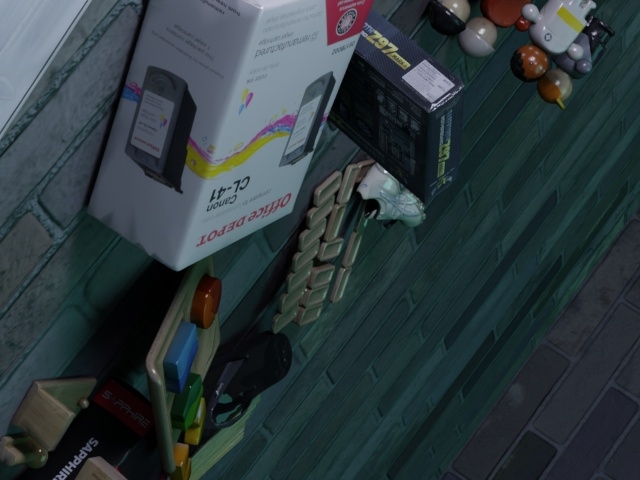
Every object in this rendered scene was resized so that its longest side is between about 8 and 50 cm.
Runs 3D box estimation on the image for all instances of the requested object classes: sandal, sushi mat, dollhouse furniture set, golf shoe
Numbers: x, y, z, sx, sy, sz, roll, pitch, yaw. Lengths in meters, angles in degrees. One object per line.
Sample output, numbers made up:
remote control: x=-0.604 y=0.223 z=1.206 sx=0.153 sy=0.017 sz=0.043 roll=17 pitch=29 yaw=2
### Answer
sandal: x=-0.120 y=0.198 z=2.060 sx=0.254 sy=0.054 sz=0.097 roll=-39 pitch=124 yaw=-38
sushi mat: x=-0.201 y=0.344 z=2.179 sx=0.316 sy=0.019 sz=0.151 roll=-42 pitch=165 yaw=-33
dollhouse furniture set: x=-0.270 y=0.257 z=1.725 sx=0.144 sy=0.151 sz=0.123 roll=-58 pitch=160 yaw=11
golf shoe: x=0.093 y=-0.057 z=2.180 sx=0.086 sy=0.069 sz=0.176 roll=-42 pitch=148 yaw=-7

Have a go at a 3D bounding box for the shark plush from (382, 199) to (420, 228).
shark plush: x=0.150 y=-0.083 z=2.316 sx=0.067 sy=0.073 sz=0.161 roll=-93 pitch=-159 yaw=-69

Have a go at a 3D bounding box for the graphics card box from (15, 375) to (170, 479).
graphics card box: x=-0.325 y=0.365 z=1.849 sx=0.371 sy=0.094 sz=0.233 roll=-46 pitch=158 yaw=-24

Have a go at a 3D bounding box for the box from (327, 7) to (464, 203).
box: x=0.056 y=-0.171 z=1.691 sx=0.059 sy=0.233 sz=0.183 roll=-38 pitch=155 yaw=-19

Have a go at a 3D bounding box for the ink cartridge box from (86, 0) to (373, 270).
ink cartridge box: x=-0.087 y=-0.150 z=1.548 sx=0.226 sy=0.131 sz=0.306 roll=-29 pitch=145 yaw=-52

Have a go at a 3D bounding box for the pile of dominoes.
pile of dominoes: x=0.000 y=0.000 z=2.151 sx=0.196 sy=0.040 sz=0.251 roll=-17 pitch=128 yaw=-60

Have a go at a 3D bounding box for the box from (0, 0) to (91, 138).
box: x=-0.243 y=-0.214 z=1.149 sx=0.290 sy=0.087 sz=0.169 roll=-56 pitch=160 yaw=2

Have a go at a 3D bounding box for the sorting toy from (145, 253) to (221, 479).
sorting toy: x=-0.151 y=0.160 z=1.843 sx=0.307 sy=0.041 sz=0.229 roll=89 pitch=13 yaw=-50

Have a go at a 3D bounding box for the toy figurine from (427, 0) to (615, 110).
toy figurine: x=0.266 y=-0.284 z=2.040 sx=0.148 sy=0.209 sz=0.213 roll=-52 pitch=160 yaw=6
